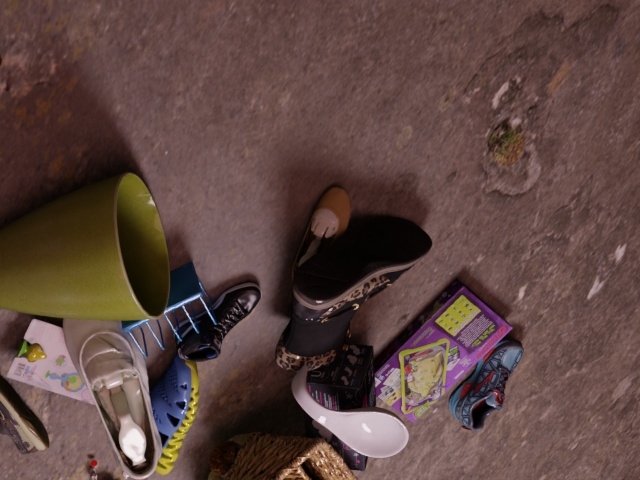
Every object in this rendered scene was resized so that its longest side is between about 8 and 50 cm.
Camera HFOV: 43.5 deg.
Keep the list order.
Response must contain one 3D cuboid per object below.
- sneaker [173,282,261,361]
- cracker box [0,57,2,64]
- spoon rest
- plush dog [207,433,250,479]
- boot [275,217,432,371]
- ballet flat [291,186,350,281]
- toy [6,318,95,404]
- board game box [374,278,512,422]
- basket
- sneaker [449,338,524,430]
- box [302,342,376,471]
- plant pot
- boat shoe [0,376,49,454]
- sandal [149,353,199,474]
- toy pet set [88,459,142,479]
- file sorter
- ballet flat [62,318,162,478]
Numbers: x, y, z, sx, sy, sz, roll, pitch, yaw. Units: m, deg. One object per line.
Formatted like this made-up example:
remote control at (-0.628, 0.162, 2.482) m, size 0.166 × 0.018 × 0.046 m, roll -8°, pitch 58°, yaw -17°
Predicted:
sneaker at (-0.207, 0.187, 1.706) m, size 0.217 × 0.121 × 0.079 m, roll -34°, pitch 123°, yaw 2°
cracker box at (-0.639, -0.310, 1.286) m, size 0.232 × 0.156 × 0.067 m, roll 31°, pitch 105°, yaw -28°
spoon rest at (0.058, 0.373, 1.691) m, size 0.276 × 0.084 × 0.137 m, roll 32°, pitch 122°, yaw -5°
plush dog at (-0.196, 0.565, 1.904) m, size 0.262 × 0.210 × 0.225 m, roll 11°, pitch 101°, yaw -52°
boot at (0.063, 0.119, 1.736) m, size 0.377 × 0.138 × 0.284 m, roll -29°, pitch 152°, yaw -39°
ballet flat at (0.000, 0.000, 1.690) m, size 0.080 × 0.073 × 0.232 m, roll 25°, pitch 112°, yaw 9°
toy at (-0.514, 0.254, 1.678) m, size 0.237 × 0.056 × 0.137 m, roll 23°, pitch 97°, yaw -26°
board game box at (0.279, 0.273, 1.952) m, size 0.208 × 0.056 × 0.347 m, roll 40°, pitch 100°, yaw -26°
basket at (-0.050, 0.593, 1.779) m, size 0.223 × 0.213 × 0.299 m, roll -4°, pitch 131°, yaw 36°
sneaker at (0.436, 0.368, 2.004) m, size 0.104 × 0.125 × 0.262 m, roll 23°, pitch 108°, yaw -27°
box at (0.045, 0.378, 1.845) m, size 0.142 × 0.163 × 0.247 m, roll 4°, pitch 121°, yaw 14°
plant pot at (-0.464, 0.035, 1.483) m, size 0.293 × 0.275 × 0.275 m, roll -10°, pitch 121°, yaw 5°
boat shoe at (-0.654, 0.376, 1.690) m, size 0.073 × 0.080 × 0.224 m, roll -29°, pitch 126°, yaw -7°
sandal at (-0.355, 0.382, 1.763) m, size 0.138 × 0.126 × 0.317 m, roll 16°, pitch 112°, yaw -19°
toy pet set at (-0.478, 0.560, 1.869) m, size 0.122 × 0.065 × 0.114 m, roll 2°, pitch 81°, yaw -22°
file sorter at (-0.313, 0.148, 1.655) m, size 0.170 × 0.118 × 0.104 m, roll -25°, pitch 124°, yaw -4°
ballet flat at (-0.407, 0.305, 1.623) m, size 0.139 × 0.139 × 0.400 m, roll -17°, pitch 104°, yaw -8°
